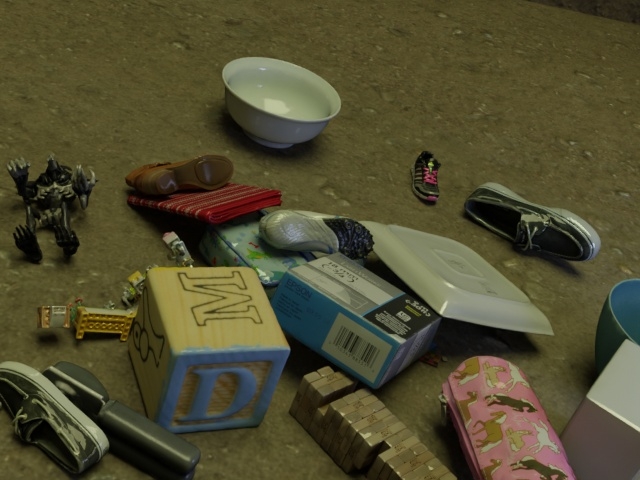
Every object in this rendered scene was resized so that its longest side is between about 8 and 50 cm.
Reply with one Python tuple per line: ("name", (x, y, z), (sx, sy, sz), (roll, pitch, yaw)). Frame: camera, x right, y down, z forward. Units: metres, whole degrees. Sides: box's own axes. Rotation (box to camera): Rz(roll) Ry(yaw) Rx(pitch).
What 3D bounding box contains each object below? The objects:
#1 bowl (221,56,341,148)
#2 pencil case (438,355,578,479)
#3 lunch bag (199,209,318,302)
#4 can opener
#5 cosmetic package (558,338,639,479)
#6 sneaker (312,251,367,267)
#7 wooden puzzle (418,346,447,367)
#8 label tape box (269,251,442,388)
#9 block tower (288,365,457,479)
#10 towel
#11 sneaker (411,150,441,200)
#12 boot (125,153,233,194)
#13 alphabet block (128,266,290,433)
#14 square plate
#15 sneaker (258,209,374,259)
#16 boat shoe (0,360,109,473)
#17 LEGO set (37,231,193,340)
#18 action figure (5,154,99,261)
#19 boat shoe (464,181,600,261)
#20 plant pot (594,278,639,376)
("bowl", (-0.109, -0.318, 2.309), (0.297, 0.134, 0.298), (13, 35, -9))
("pencil case", (0.308, 0.355, 1.525), (0.167, 0.160, 0.386), (-29, 30, 8))
("lunch bag", (-0.118, 0.030, 1.861), (0.176, 0.090, 0.219), (-13, 47, -43))
("can opener", (-0.301, 0.266, 1.443), (0.283, 0.076, 0.095), (27, 35, 9))
("cosmetic package", (0.505, 0.329, 1.638), (0.138, 0.225, 0.224), (34, 36, 19))
("sneaker", (0.000, 0.000, 1.988), (0.212, 0.080, 0.094), (30, 23, 2))
("wooden puzzle", (0.206, 0.220, 1.831), (0.083, 0.006, 0.049), (22, 34, 2))
("label tape box", (0.084, 0.127, 1.728), (0.240, 0.106, 0.333), (31, 19, 18))
("block tower", (0.096, 0.344, 1.524), (0.091, 0.097, 0.335), (-16, 49, -42))
("towel", (-0.233, -0.081, 1.908), (0.274, 0.031, 0.198), (12, 22, 44))
("sneaker", (0.264, -0.164, 2.337), (0.063, 0.075, 0.170), (12, 35, -12))
("boot", (-0.293, -0.140, 1.949), (0.197, 0.073, 0.152), (-13, 14, -35))
("alphabet block", (-0.187, 0.174, 1.532), (0.193, 0.192, 0.197), (2, 39, -28))
("square plate", (0.273, 0.066, 1.930), (0.347, 0.049, 0.344), (12, 22, -39))
("sneaker", (-0.007, -0.014, 1.835), (0.237, 0.085, 0.086), (10, 5, -22))
("boat shoe", (-0.413, 0.259, 1.394), (0.219, 0.078, 0.070), (33, 35, 15))
("LEGO set", (-0.355, 0.093, 1.638), (0.287, 0.132, 0.107), (-28, 36, -21))
("action figure", (-0.503, -0.090, 1.784), (0.164, 0.141, 0.276), (-2, 40, -11))
("boat shoe", (0.491, -0.026, 2.248), (0.335, 0.121, 0.119), (26, 41, 28))
("plant pot", (0.659, 0.242, 1.866), (0.290, 0.195, 0.290), (14, 35, -10))
